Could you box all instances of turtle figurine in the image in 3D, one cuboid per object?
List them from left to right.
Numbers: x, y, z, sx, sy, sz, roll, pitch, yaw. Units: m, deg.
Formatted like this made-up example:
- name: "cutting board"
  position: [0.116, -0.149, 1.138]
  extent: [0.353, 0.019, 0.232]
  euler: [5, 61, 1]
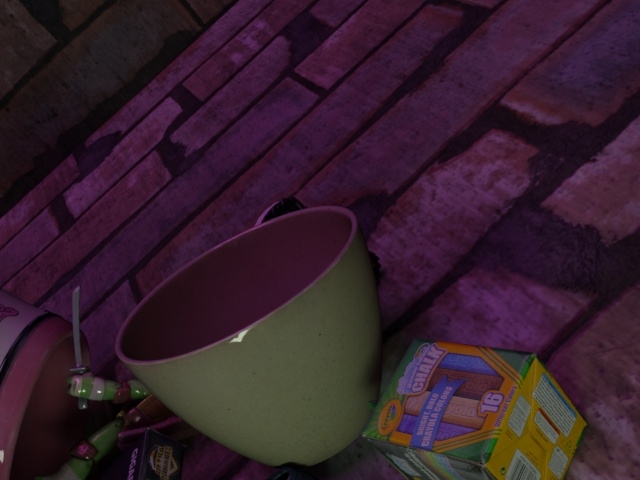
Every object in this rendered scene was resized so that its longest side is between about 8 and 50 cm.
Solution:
- name: "turtle figurine"
  position: [-0.323, 0.261, 1.348]
  extent: [0.266, 0.274, 0.198]
  euler: [-54, -2, -12]

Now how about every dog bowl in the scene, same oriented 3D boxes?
- name: "dog bowl"
  position: [-0.476, 0.283, 1.339]
  extent: [0.150, 0.408, 0.408]
  euler: [10, 46, 3]

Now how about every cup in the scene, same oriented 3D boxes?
- name: "cup"
  position: [-0.053, 0.141, 1.105]
  extent: [0.331, 0.237, 0.331]
  euler: [-24, 20, 9]

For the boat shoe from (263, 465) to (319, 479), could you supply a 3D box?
- name: "boat shoe"
  position: [-0.113, 0.346, 1.092]
  extent: [0.258, 0.089, 0.109]
  euler: [-36, 31, 9]

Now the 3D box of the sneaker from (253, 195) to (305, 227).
- name: "sneaker"
  position: [-0.113, 0.033, 1.489]
  extent: [0.108, 0.100, 0.272]
  euler: [-2, 48, 54]

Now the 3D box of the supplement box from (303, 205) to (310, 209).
- name: "supplement box"
  position: [0.000, 0.000, 1.411]
  extent: [0.056, 0.083, 0.083]
  euler: [-47, 30, -7]

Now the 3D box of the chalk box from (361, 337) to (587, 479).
- name: "chalk box"
  position: [0.146, 0.196, 0.945]
  extent: [0.213, 0.132, 0.132]
  euler: [3, 52, 49]

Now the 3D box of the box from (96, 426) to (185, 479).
- name: "box"
  position: [-0.288, 0.438, 1.123]
  extent: [0.293, 0.073, 0.296]
  euler: [-48, 25, 27]

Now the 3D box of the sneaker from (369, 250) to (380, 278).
- name: "sneaker"
  position: [-0.009, 0.097, 1.298]
  extent: [0.237, 0.085, 0.086]
  euler: [-45, 35, -8]
